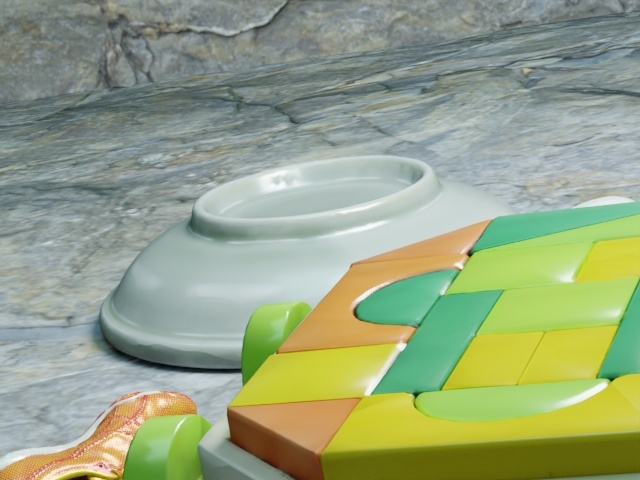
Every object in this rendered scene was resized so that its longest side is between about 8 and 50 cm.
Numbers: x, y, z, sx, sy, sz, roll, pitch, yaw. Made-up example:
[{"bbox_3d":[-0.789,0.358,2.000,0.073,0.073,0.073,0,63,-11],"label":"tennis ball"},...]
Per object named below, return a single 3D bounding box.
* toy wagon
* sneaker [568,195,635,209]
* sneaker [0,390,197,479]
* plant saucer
[{"bbox_3d":[0.094,0.040,0.716,0.267,0.068,0.344,-6,16,19],"label":"toy wagon"},{"bbox_3d":[0.111,0.099,1.132,0.292,0.108,0.169,-40,22,-4],"label":"sneaker"},{"bbox_3d":[-0.141,0.153,1.301,0.067,0.064,0.175,27,39,33],"label":"sneaker"},{"bbox_3d":[0.000,0.000,1.700,0.400,0.101,0.400,-9,14,2],"label":"plant saucer"}]
